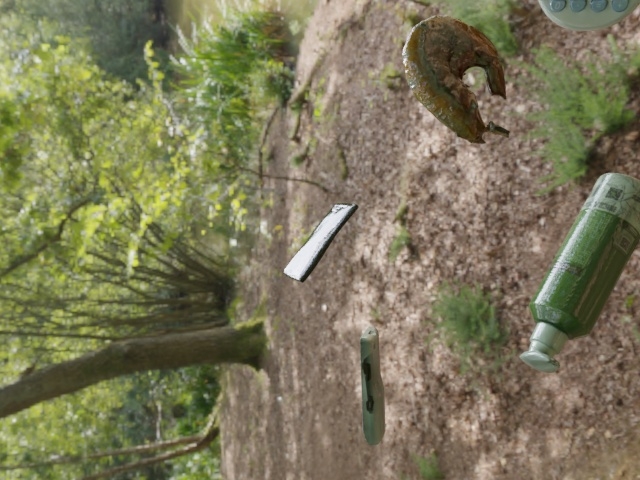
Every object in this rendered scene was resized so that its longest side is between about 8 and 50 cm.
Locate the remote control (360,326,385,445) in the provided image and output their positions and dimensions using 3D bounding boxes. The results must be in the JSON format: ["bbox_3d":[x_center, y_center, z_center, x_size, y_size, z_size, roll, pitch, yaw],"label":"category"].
[{"bbox_3d":[0.080,0.215,0.935,0.065,0.029,0.166,-29,-62,-70],"label":"remote control"}]

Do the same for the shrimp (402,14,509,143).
[{"bbox_3d":[0.189,-0.210,0.816,0.187,0.132,0.051,54,176,-10],"label":"shrimp"}]

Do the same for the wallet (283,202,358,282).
[{"bbox_3d":[0.000,0.000,1.605,0.244,0.025,0.124,-52,23,-10],"label":"wallet"}]

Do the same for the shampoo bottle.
[{"bbox_3d":[0.251,0.033,0.597,0.204,0.065,0.065,-57,13,-12],"label":"shampoo bottle"}]

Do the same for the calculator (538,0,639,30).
[{"bbox_3d":[0.410,-0.467,0.922,0.042,0.188,0.302,-38,-48,-62],"label":"calculator"}]
